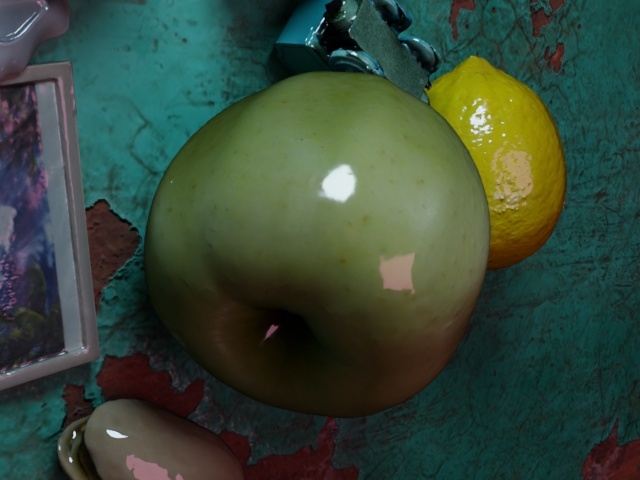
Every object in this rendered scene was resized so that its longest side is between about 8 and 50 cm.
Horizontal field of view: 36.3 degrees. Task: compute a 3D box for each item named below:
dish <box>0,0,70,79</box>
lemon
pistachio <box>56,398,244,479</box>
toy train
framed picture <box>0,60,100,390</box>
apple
[{"bbox_3d":[-0.279,-0.199,0.878,0.137,0.039,0.091,-33,106,-34],"label":"dish"},{"bbox_3d":[0.203,-0.087,1.260,0.236,0.236,0.263,-43,105,-27],"label":"lemon"},{"bbox_3d":[-0.179,0.246,1.067,0.226,0.135,0.136,30,80,-37],"label":"pistachio"},{"bbox_3d":[0.043,-0.208,1.123,0.198,0.154,0.107,42,69,-43],"label":"toy train"},{"bbox_3d":[-0.325,-0.002,0.917,0.232,0.024,0.315,-17,112,-39],"label":"framed picture"},{"bbox_3d":[0.000,0.000,1.012,0.357,0.357,0.357,-14,111,-41],"label":"apple"}]
